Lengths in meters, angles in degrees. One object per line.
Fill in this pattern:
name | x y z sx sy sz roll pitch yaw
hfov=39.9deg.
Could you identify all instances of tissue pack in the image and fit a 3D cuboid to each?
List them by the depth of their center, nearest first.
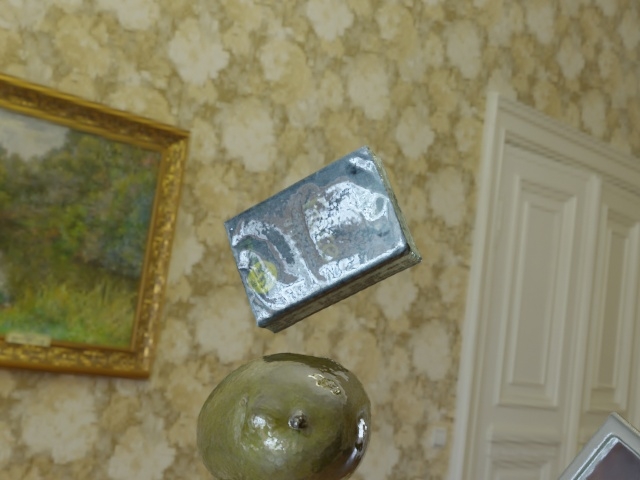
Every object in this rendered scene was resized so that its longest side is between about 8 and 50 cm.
tissue pack | 0.000 0.000 1.304 0.257 0.185 0.081 -28 -25 15

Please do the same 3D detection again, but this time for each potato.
potato | -0.035 0.192 0.903 0.174 0.159 0.251 -36 -4 -16

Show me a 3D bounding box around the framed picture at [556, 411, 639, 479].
framed picture | 0.225 0.314 0.717 0.020 0.290 0.211 35 6 -40
